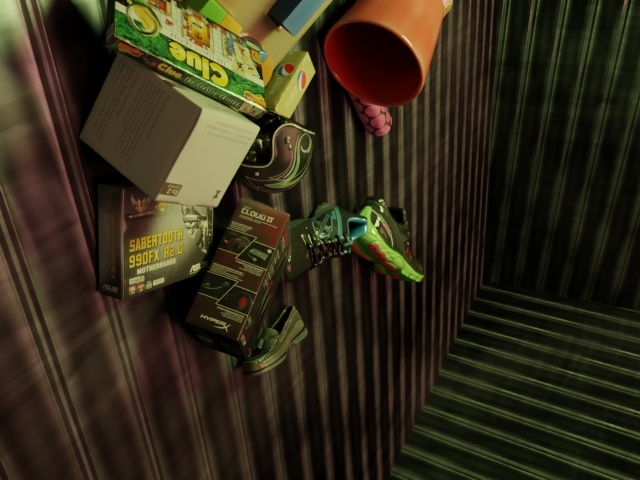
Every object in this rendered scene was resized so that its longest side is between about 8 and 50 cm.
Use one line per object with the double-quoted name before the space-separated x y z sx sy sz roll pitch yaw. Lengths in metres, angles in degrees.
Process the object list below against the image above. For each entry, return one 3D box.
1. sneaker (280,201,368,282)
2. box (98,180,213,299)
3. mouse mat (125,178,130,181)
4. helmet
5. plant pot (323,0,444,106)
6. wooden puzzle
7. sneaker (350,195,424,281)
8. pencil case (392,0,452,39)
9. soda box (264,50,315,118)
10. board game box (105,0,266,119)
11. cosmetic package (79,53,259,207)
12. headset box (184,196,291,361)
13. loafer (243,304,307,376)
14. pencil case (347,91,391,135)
"sneaker" 0.000 0.000 1.523 0.341 0.139 0.125 -44 139 -48
"box" -0.275 -0.016 1.047 0.231 0.056 0.183 -20 118 -61
"mouse mat" -0.294 -0.028 1.078 0.189 0.007 0.153 23 79 -62
"helmet" -0.102 -0.174 1.235 0.169 0.169 0.162 2 117 -63
"plant pot" 0.177 -0.516 1.518 0.243 0.274 0.275 -61 149 -24
"wooden puzzle" -0.119 -0.389 1.044 0.322 0.080 0.348 -48 156 8
"sneaker" 0.239 0.004 1.953 0.483 0.185 0.202 42 66 -61
"pencil case" 0.273 -0.641 1.810 0.167 0.160 0.386 107 9 -58
"soda box" -0.078 -0.332 1.336 0.181 0.058 0.061 -66 151 -27
"board game box" -0.189 -0.285 0.897 0.259 0.030 0.136 18 56 -43
"cosmetic package" -0.226 -0.162 0.918 0.152 0.183 0.151 -59 158 14
"headset box" -0.147 0.070 1.214 0.218 0.110 0.293 96 14 -68
"loafer" -0.118 0.236 1.458 0.267 0.096 0.084 -34 109 -64
"pencil case" 0.144 -0.392 1.726 0.209 0.095 0.098 57 34 -57
